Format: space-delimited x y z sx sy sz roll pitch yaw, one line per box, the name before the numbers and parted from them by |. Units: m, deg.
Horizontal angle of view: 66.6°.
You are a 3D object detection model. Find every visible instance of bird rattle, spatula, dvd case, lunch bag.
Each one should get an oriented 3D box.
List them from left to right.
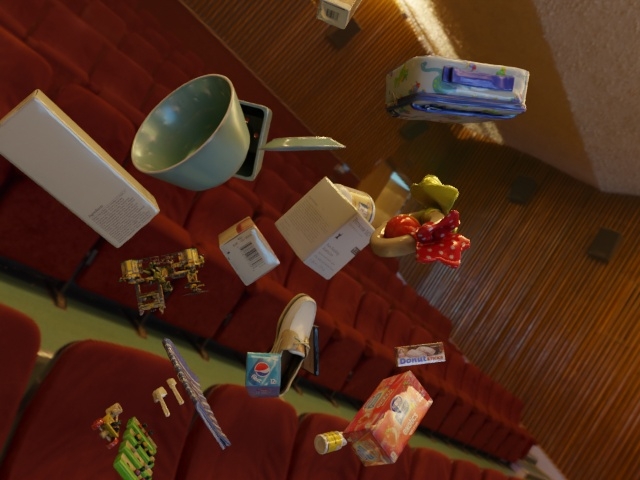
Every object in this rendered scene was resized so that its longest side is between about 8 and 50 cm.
spatula | -0.569 0.594 1.902 0.242 0.168 0.019 20 -40 59
dvd case | -0.065 0.399 1.855 0.022 0.180 0.253 0 -1 -25
bird rattle | 0.201 -0.012 0.999 0.143 0.206 0.253 61 28 -23
lunch bag | 0.230 -0.255 0.841 0.218 0.090 0.176 1 6 -16

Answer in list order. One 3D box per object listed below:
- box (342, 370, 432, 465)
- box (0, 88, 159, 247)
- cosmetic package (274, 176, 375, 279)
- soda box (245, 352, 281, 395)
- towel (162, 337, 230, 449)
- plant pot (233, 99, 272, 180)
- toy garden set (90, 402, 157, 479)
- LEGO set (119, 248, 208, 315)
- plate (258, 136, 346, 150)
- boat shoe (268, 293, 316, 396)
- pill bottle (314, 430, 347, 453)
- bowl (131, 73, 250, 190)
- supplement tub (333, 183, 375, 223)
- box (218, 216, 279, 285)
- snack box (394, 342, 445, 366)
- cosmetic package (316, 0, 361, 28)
box | 0.198 0.514 1.415 0.123 0.257 0.128 53 -44 0
box | -0.425 -0.120 0.859 0.275 0.113 0.094 51 -4 -34
cosmetic package | 0.016 -0.029 1.251 0.151 0.183 0.151 51 7 34
soda box | -0.123 0.297 1.061 0.071 0.067 0.210 2 -23 -5
towel | -0.392 0.468 1.524 0.336 0.040 0.243 37 -28 49
plant pot | -0.296 -0.373 1.698 0.247 0.247 0.252 15 18 2
toy garden set | -0.465 0.483 1.198 0.204 0.049 0.244 59 -10 -11
LEGO set | -0.592 0.172 1.871 0.255 0.331 0.192 134 -57 -62
plate | -0.039 -0.206 1.040 0.188 0.024 0.188 -1 9 0
boat shoe | -0.078 0.307 1.414 0.113 0.302 0.103 26 -6 -35
pill bottle | 0.039 0.710 1.719 0.116 0.065 0.065 8 15 -44
bowl | -0.303 -0.247 1.232 0.311 0.311 0.163 30 -13 41
supplement tub | 0.072 -0.107 1.611 0.144 0.144 0.199 30 14 38
box | -0.230 0.026 1.536 0.149 0.126 0.232 58 -5 -15
snack box | 0.341 0.391 1.672 0.178 0.064 0.022 -2 -9 -16
cosmetic package | 0.041 -0.455 0.918 0.060 0.115 0.041 22 -34 1
